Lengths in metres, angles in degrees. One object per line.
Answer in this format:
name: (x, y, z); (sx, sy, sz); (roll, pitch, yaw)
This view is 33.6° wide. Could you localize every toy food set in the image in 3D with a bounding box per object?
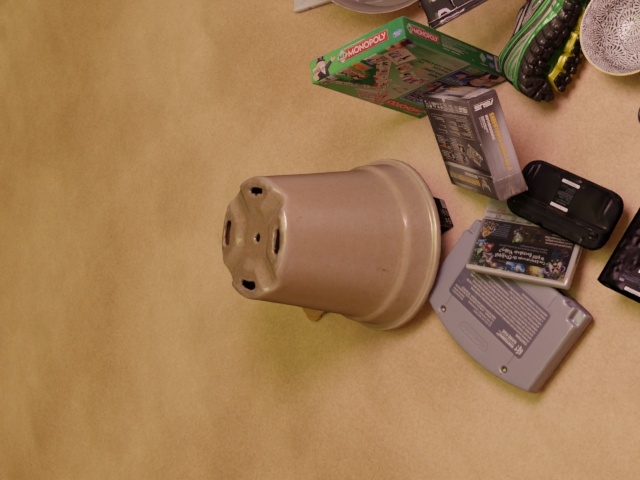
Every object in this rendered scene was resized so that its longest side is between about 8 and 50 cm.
toy food set: (-0.008, 0.119, 2.187); (0.082, 0.020, 0.083); (-41, 55, 28)

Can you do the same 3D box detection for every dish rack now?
dish rack: (0.271, -0.461, 1.921); (0.208, 0.271, 0.074); (-27, 99, 8)

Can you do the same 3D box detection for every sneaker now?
sneaker: (0.416, -0.419, 1.843); (0.343, 0.134, 0.146); (-58, 37, 9)

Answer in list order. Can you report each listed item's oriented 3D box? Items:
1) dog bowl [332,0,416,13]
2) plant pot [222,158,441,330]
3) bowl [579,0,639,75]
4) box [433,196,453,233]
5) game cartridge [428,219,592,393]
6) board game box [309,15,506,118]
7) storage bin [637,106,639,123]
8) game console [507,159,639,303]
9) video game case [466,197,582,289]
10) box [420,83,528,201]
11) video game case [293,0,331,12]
dog bowl: (0.115, -0.626, 2.085); (0.349, 0.102, 0.348); (5, 106, 17)
plant pot: (0.000, 0.000, 1.963); (0.334, 0.306, 0.333); (-8, 81, 54)
bowl: (0.525, -0.347, 1.758); (0.170, 0.080, 0.170); (-8, 78, 39)
box: (0.198, -0.037, 2.011); (0.083, 0.052, 0.062); (-34, 59, 31)
game cartridge: (0.318, 0.121, 1.865); (0.196, 0.060, 0.294); (-55, 50, 14)
board game box: (0.165, -0.305, 1.917); (0.214, 0.317, 0.046); (-19, 72, 39)
storage bin: (0.586, -0.231, 1.631); (0.122, 0.084, 0.180); (-115, 42, -52)
game console: (0.470, -0.043, 1.729); (0.361, 0.044, 0.213); (31, 88, 38)
video game case: (0.363, -0.012, 1.826); (0.190, 0.022, 0.173); (11, 71, 35)
box: (0.264, -0.175, 1.846); (0.231, 0.056, 0.183); (-144, 31, -73)
video game case: (0.000, -0.593, 2.342); (0.143, 0.019, 0.157); (-7, 76, 42)
